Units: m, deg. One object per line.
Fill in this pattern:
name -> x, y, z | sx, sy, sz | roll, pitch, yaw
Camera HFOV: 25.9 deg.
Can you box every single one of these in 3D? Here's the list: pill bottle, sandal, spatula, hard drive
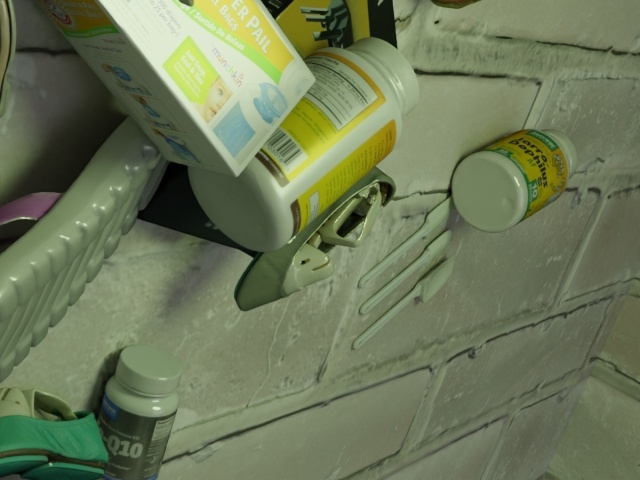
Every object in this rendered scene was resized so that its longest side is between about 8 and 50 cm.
pill bottle -> -0.008, -0.093, 1.240 | 0.215, 0.117, 0.117 | -41, 149, -30
sandal -> -0.254, 0.018, 1.120 | 0.416, 0.102, 0.169 | -52, 172, -48
spatula -> 0.125, 0.049, 1.951 | 0.242, 0.019, 0.168 | -40, 149, -39
hard drive -> -0.096, -0.036, 1.311 | 0.135, 0.022, 0.094 | 18, 135, -36
pill bottle -> -0.189, 0.181, 1.423 | 0.078, 0.078, 0.137 | -19, 132, -55
pill bottle -> 0.286, -0.094, 1.989 | 0.208, 0.117, 0.118 | -27, 138, -50

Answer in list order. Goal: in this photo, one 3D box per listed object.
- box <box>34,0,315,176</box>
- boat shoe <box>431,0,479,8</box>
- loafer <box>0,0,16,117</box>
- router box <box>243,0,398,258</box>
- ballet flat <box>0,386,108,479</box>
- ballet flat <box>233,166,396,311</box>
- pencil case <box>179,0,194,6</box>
box -> -0.115, -0.163, 1.089 | 0.114, 0.103, 0.203 | -53, 129, -18
boat shoe -> 0.225, -0.352, 1.637 | 0.307, 0.110, 0.104 | -22, 140, -40
loafer -> -0.251, -0.138, 1.017 | 0.039, 0.045, 0.125 | -28, 143, -40
router box -> -0.026, -0.154, 1.376 | 0.243, 0.081, 0.309 | -49, 153, -22
ballet flat -> -0.274, 0.178, 1.266 | 0.083, 0.087, 0.247 | -22, 164, 13
ballet flat -> 0.000, 0.000, 1.411 | 0.213, 0.068, 0.072 | -48, 153, -23
pencil case -> -0.001, -0.349, 0.990 | 0.410, 0.160, 0.183 | -45, 160, -32
